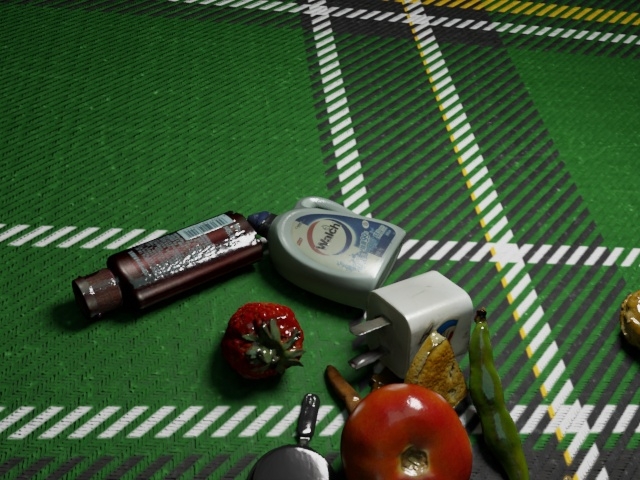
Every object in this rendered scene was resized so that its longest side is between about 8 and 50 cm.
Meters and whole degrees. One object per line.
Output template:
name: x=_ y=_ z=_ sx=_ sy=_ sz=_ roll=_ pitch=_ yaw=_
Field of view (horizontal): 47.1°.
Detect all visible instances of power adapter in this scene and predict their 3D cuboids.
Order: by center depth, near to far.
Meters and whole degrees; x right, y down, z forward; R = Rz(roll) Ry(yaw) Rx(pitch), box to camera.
power adapter: x=0.134 y=0.149 z=1.220 sx=0.204 sy=0.130 sz=0.125 roll=-17 pitch=34 yaw=-27

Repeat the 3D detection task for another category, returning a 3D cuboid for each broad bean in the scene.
broad bean: x=0.272 y=0.254 z=1.172 sx=0.060 sy=0.043 sz=0.298 roll=-11 pitch=71 yaw=-1

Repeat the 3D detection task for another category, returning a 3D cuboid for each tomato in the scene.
tomato: x=0.121 y=0.303 z=1.053 sx=0.195 sy=0.136 sz=0.195 roll=1 pitch=82 yaw=-6

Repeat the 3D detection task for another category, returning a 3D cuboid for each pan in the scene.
pan: x=-0.031 y=0.321 z=1.095 sx=0.136 sy=0.028 sz=0.235 roll=13 pitch=44 yaw=0

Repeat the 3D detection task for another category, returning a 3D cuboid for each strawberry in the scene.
strawberry: x=-0.099 y=0.162 z=1.194 sx=0.131 sy=0.148 sz=0.131 roll=2 pitch=86 yaw=-23

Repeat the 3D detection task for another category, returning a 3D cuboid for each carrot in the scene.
carrot: x=0.050 y=0.258 z=1.174 sx=0.035 sy=0.036 sz=0.165 roll=-14 pitch=47 yaw=-24

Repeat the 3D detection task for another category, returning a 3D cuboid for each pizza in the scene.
pizza: x=0.177 y=0.235 z=1.171 sx=0.134 sy=0.175 sz=0.046 roll=25 pitch=-4 yaw=-39

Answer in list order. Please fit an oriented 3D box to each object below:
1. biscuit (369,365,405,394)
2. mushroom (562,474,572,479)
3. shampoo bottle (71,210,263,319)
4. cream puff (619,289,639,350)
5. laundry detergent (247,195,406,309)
biscuit: x=0.125 y=0.247 z=1.213 sx=0.092 sy=0.016 sz=0.082 roll=25 pitch=41 yaw=11
mushroom: x=0.429 y=0.469 z=1.056 sx=0.028 sy=0.026 sz=0.286 roll=-19 pitch=52 yaw=-8
shampoo bottle: x=-0.266 y=0.045 z=1.285 sx=0.323 sy=0.084 sz=0.129 roll=-24 pitch=53 yaw=-30
cream puff: x=0.619 y=0.157 z=1.349 sx=0.143 sy=0.103 sz=0.126 roll=28 pitch=59 yaw=16
laundry detergent: x=0.000 y=0.000 z=1.373 sx=0.280 sy=0.105 sz=0.215 roll=23 pitch=46 yaw=13
